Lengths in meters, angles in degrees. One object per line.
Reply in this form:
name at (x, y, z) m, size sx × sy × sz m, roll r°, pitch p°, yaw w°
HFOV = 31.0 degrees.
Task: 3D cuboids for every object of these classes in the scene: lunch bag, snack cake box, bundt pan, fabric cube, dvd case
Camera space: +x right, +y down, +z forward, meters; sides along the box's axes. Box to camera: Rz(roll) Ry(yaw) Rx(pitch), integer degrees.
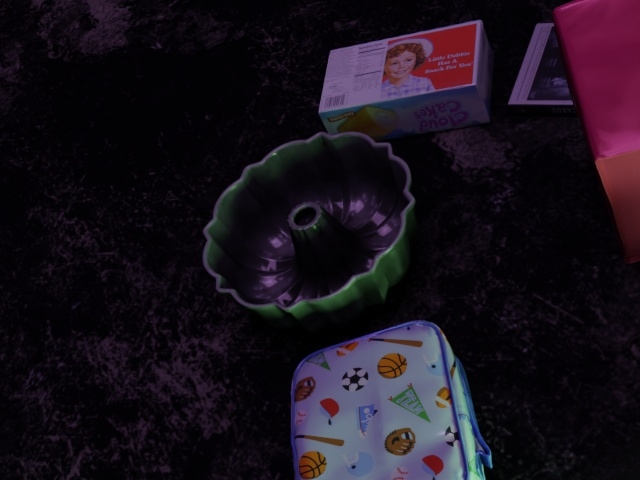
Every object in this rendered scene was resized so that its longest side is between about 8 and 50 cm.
lunch bag at (0.089, 0.253, 1.441) m, size 0.243 × 0.115 × 0.303 m, roll -17°, pitch 46°, yaw 11°
snack cake box at (0.140, -0.251, 1.862) m, size 0.264 × 0.089 × 0.152 m, roll -8°, pitch 48°, yaw 22°
bundt pan at (0.000, 0.000, 1.694) m, size 0.331 × 0.124 × 0.331 m, roll -15°, pitch 47°, yaw 17°
fabric cube at (0.466, -0.165, 1.489) m, size 0.259 × 0.254 × 0.258 m, roll -16°, pitch 55°, yaw 14°
dvd case at (0.424, -0.264, 1.768) m, size 0.239 × 0.029 × 0.179 m, roll 4°, pitch 55°, yaw 30°
